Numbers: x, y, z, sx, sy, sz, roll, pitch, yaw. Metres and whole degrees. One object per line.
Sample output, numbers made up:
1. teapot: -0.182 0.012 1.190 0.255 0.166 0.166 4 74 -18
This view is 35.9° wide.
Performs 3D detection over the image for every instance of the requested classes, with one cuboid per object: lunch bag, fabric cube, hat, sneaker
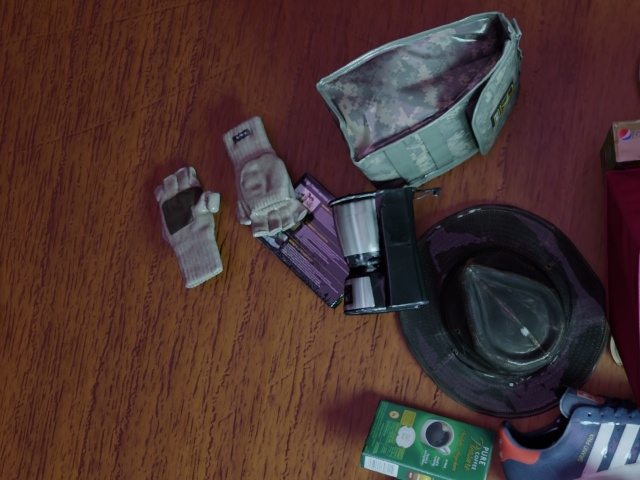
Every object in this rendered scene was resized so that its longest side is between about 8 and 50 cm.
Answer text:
1. lunch bag: 0.172 -0.202 1.446 0.287 0.235 0.169 -28 75 7
2. fabric cube: 0.521 0.057 1.286 0.259 0.258 0.254 -6 113 9
3. hat: 0.264 0.102 1.453 0.331 0.134 0.331 -1 85 11
4. sneaker: 0.418 0.261 1.403 0.350 0.131 0.148 -22 90 8

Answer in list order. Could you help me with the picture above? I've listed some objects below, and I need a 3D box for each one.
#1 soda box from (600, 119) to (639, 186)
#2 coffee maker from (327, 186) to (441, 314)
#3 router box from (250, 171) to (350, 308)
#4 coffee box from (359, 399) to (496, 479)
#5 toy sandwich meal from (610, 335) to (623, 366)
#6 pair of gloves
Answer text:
1. soda box: 0.442 -0.124 1.414 0.061 0.181 0.058 -5 82 10
2. coffee maker: 0.106 0.016 1.453 0.171 0.120 0.178 -9 86 6
3. router box: 0.000 0.000 1.556 0.179 0.046 0.133 44 93 11
4. coffee box: 0.160 0.311 1.466 0.184 0.113 0.040 13 131 11
5. toy sandwich meal: 0.471 0.162 1.461 0.085 0.029 0.085 -1 77 2
6. pair of gloves: -0.151 -0.058 1.567 0.240 0.042 0.204 -35 62 13
